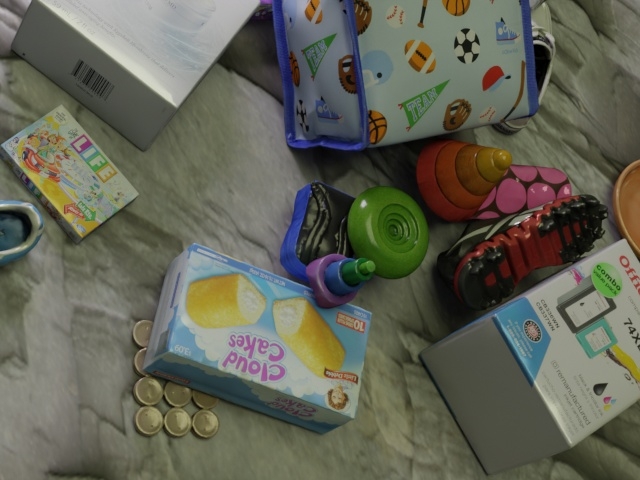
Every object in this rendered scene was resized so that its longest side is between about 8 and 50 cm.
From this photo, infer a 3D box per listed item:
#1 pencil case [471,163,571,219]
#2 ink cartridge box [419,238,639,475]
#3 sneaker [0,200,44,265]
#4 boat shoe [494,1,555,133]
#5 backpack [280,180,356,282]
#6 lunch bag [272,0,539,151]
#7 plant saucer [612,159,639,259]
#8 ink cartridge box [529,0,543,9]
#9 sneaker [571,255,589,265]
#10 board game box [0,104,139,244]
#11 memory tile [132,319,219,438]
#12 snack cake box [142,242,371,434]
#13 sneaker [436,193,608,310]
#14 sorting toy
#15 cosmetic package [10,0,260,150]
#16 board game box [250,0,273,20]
[{"bbox_3d":[0.271,-0.066,1.829,0.209,0.095,0.098,4,92,-23],"label":"pencil case"},{"bbox_3d":[0.324,0.158,1.695,0.270,0.197,0.198,-27,84,-33],"label":"ink cartridge box"},{"bbox_3d":[-0.434,0.009,1.439,0.237,0.086,0.085,-25,84,-31],"label":"sneaker"},{"bbox_3d":[0.327,-0.296,1.948,0.096,0.088,0.267,28,59,-14],"label":"boat shoe"},{"bbox_3d":[0.000,0.000,1.653,0.098,0.101,0.120,21,66,-16],"label":"backpack"},{"bbox_3d":[0.115,-0.336,1.701,0.328,0.239,0.385,-12,101,-33],"label":"lunch bag"},{"bbox_3d":[0.546,-0.035,1.983,0.200,0.037,0.200,10,66,-22],"label":"plant saucer"},{"bbox_3d":[0.347,-0.460,1.998,0.127,0.072,0.175,42,39,3],"label":"ink cartridge box"},{"bbox_3d":[0.508,0.086,1.862,0.283,0.122,0.110,25,60,-16],"label":"sneaker"},{"bbox_3d":[-0.319,-0.085,1.569,0.154,0.026,0.103,49,56,-1],"label":"board game box"},{"bbox_3d":[-0.180,0.174,1.543,0.113,0.012,0.148,6,67,-25],"label":"memory tile"},{"bbox_3d":[-0.076,0.127,1.559,0.264,0.089,0.152,22,59,-22],"label":"snack cake box"},{"bbox_3d":[0.281,0.002,1.766,0.276,0.135,0.097,-28,113,-21],"label":"sneaker"},{"bbox_3d":[0.135,-0.035,1.615,0.365,0.126,0.127,-38,100,-35],"label":"sorting toy"},{"bbox_3d":[-0.240,-0.286,1.628,0.224,0.138,0.224,38,57,-9],"label":"cosmetic package"},{"bbox_3d":[-0.085,-0.480,1.826,0.208,0.056,0.347,-2,66,-32],"label":"board game box"}]
